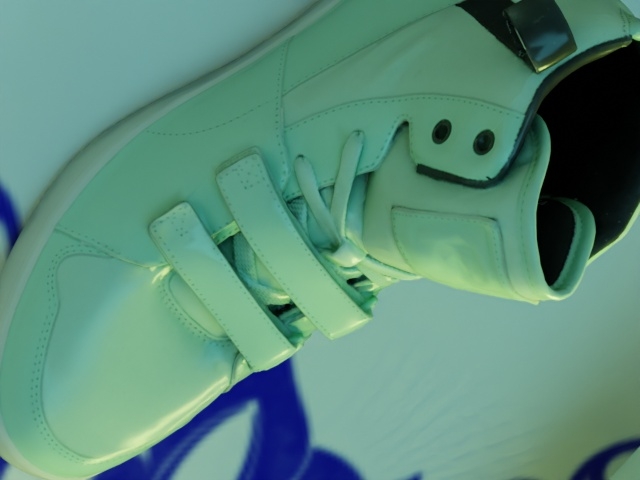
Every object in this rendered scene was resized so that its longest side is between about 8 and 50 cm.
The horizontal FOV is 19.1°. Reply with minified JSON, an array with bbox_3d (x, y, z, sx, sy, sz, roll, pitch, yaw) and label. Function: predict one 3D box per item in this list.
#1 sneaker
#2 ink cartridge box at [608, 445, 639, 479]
[{"bbox_3d":[0.000,-0.001,0.606,0.256,0.151,0.094,-43,121,-2],"label":"sneaker"},{"bbox_3d":[0.185,0.215,0.757,0.303,0.072,0.307,40,96,-26],"label":"ink cartridge box"}]
